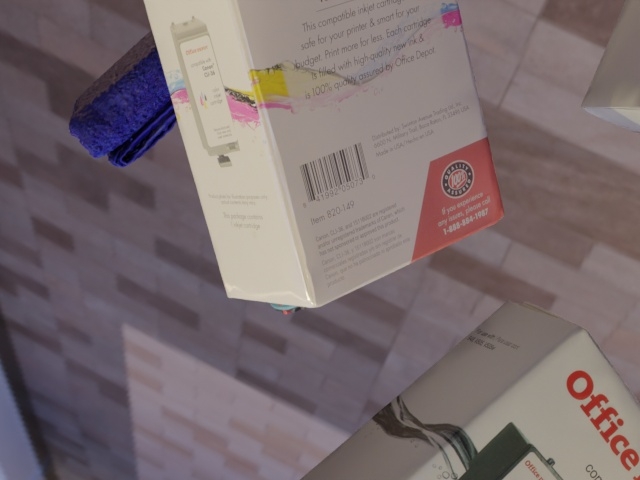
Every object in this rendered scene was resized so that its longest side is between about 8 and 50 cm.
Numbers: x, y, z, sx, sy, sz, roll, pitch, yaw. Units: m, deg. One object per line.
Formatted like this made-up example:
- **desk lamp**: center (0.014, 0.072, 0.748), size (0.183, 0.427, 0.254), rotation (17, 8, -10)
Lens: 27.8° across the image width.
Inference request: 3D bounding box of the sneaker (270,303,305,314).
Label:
- **sneaker**: center (0.000, 0.000, 1.485), size (0.262, 0.104, 0.125), rotation (-26, 91, 58)

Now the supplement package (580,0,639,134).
- **supplement package**: center (0.272, -0.114, 0.642), size (0.203, 0.194, 0.149), rotation (22, -175, -5)

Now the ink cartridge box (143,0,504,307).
- **ink cartridge box**: center (-0.003, -0.085, 0.540), size (0.067, 0.115, 0.198), rotation (4, 112, 53)

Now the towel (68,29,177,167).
- **towel**: center (-0.121, -0.204, 1.327), size (0.076, 0.308, 0.227), rotation (48, -176, -15)

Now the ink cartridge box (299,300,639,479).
- **ink cartridge box**: center (0.075, 0.152, 0.627), size (0.153, 0.208, 0.087), rotation (52, 171, -15)
